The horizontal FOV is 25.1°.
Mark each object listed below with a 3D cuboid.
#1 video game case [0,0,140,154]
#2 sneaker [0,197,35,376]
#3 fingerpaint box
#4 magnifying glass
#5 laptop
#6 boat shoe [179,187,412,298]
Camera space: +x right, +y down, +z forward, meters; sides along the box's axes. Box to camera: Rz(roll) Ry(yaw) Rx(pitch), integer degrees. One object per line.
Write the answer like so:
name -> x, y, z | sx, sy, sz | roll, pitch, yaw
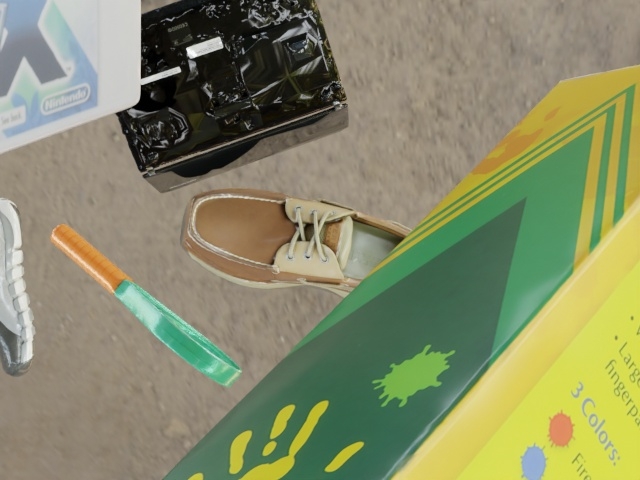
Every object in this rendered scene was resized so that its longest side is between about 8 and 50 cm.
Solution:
video game case -> -0.196, -0.176, 0.708 | 0.036, 0.300, 0.329 | 15, 25, 27
sneaker -> -0.439, 0.065, 1.808 | 0.132, 0.086, 0.229 | -7, 91, -30
fingerpaint box -> 0.176, 0.186, 0.747 | 0.371, 0.445, 0.163 | -44, 23, -31
magnifying glass -> -0.160, 0.057, 1.297 | 0.231, 0.092, 0.026 | 35, 89, 25
laptop -> -0.101, -0.166, 1.544 | 0.234, 0.264, 0.136 | -20, 32, -1
boat shoe -> 0.000, 0.000, 1.699 | 0.324, 0.120, 0.122 | 12, 72, -21
